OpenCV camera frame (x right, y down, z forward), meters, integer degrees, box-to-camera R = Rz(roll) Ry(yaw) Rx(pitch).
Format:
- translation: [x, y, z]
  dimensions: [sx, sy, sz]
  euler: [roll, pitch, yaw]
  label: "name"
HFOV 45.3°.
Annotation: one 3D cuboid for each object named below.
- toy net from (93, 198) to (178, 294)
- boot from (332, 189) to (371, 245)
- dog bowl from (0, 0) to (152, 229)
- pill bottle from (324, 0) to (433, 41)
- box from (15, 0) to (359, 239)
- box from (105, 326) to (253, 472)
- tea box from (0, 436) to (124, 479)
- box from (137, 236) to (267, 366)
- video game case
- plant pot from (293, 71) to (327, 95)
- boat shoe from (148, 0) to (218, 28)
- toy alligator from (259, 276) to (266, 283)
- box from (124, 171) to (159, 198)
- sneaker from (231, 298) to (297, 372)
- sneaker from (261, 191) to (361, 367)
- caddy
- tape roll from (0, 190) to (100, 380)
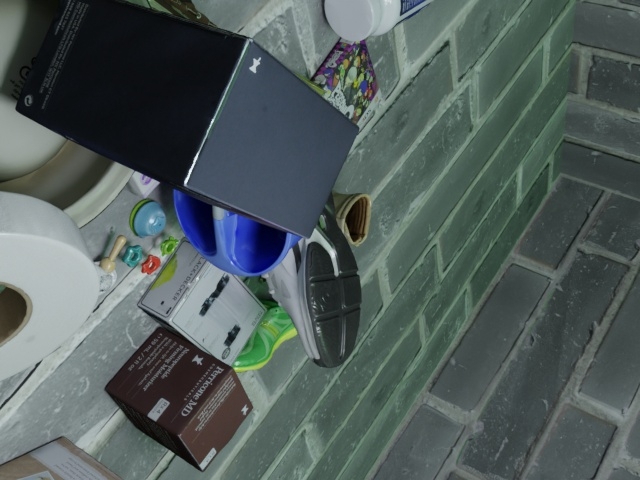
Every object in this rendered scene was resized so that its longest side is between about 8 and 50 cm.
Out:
- translation: [-0.351, 0.032, 1.354]
  dimensions: [0.232, 0.045, 0.122]
  euler: [-44, 146, -33]
  label: "toy net"
- translation: [0.000, 0.000, 1.743]
  dimensions: [0.095, 0.203, 0.262]
  euler: [36, 75, -38]
  label: "boot"
- translation: [-0.401, -0.199, 0.989]
  dimensions: [0.408, 0.150, 0.408]
  euler: [-38, 140, -41]
  label: "dog bowl"
- translation: [0.134, -0.533, 1.651]
  dimensions: [0.264, 0.153, 0.153]
  euler: [-41, 142, -39]
  label: "pill bottle"
- translation: [-0.158, -0.153, 0.973]
  dimensions: [0.296, 0.294, 0.183]
  euler: [23, 89, -61]
  label: "box"
- translation: [-0.275, 0.312, 1.517]
  dimensions: [0.168, 0.203, 0.167]
  euler: [-51, 147, -28]
  label: "box"
- translation: [-0.433, 0.578, 1.308]
  dimensions: [0.220, 0.328, 0.324]
  euler: [-18, 126, -54]
  label: "tea box"
- translation: [-0.234, 0.137, 1.581]
  dimensions: [0.169, 0.087, 0.290]
  euler: [-58, 151, -15]
  label: "box"
- translation: [0.056, -0.337, 1.777]
  dimensions: [0.210, 0.041, 0.232]
  euler: [-57, 150, -19]
  label: "video game case"
- translation: [-0.041, -0.299, 1.613]
  dimensions: [0.079, 0.083, 0.083]
  euler: [-60, 153, 12]
  label: "plant pot"
- translation: [-0.242, -0.362, 1.219]
  dimensions: [0.257, 0.095, 0.095]
  euler: [32, 68, -67]
  label: "boat shoe"
- translation: [-0.069, 0.073, 1.851]
  dimensions: [0.189, 0.051, 0.056]
  euler: [-29, 134, -49]
  label: "toy alligator"
- translation: [-0.236, -0.213, 1.347]
  dimensions: [0.324, 0.063, 0.067]
  euler: [-52, 149, -26]
  label: "box"
- translation: [-0.137, 0.204, 1.807]
  dimensions: [0.295, 0.109, 0.124]
  euler: [-39, 118, -38]
  label: "sneaker"
- translation: [-0.081, 0.042, 1.540]
  dimensions: [0.169, 0.257, 0.448]
  euler: [-6, 83, -54]
  label: "sneaker"
- translation: [-0.128, -0.105, 1.301]
  dimensions: [0.179, 0.241, 0.342]
  euler: [-40, 146, -53]
  label: "caddy"
- translation: [-0.471, 0.085, 0.953]
  dimensions: [0.391, 0.072, 0.392]
  euler: [-25, 155, -12]
  label: "tape roll"
